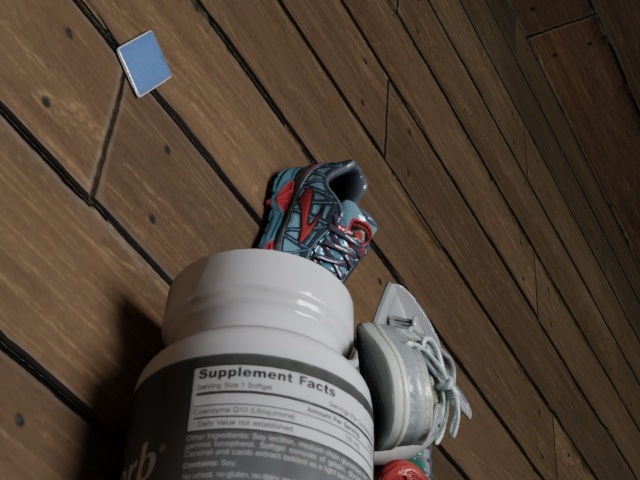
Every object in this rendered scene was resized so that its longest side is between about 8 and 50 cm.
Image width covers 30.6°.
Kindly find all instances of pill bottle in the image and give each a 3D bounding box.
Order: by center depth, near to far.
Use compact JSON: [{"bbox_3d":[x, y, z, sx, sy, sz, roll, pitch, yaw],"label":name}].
[{"bbox_3d":[-0.060,0.202,0.957,0.210,0.210,0.363,50,32,-43],"label":"pill bottle"}]

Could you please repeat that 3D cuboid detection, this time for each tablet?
[{"bbox_3d":[-0.180,-0.181,1.196,0.054,0.006,0.083,67,25,-15],"label":"tablet"}]

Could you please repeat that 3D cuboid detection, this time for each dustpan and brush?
[{"bbox_3d":[0.149,0.170,1.633,0.211,0.060,0.147,64,25,-21],"label":"dustpan and brush"}]

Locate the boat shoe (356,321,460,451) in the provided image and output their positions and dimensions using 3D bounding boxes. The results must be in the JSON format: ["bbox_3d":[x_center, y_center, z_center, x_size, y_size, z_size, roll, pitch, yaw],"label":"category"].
[{"bbox_3d":[0.090,0.136,1.127,0.320,0.103,0.118,67,18,-82],"label":"boat shoe"}]

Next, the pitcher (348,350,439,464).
[{"bbox_3d":[0.049,0.182,1.350,0.207,0.125,0.178,-19,77,-56],"label":"pitcher"}]

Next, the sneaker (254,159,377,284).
[{"bbox_3d":[0.000,0.000,1.328,0.104,0.125,0.262,51,32,-41],"label":"sneaker"}]

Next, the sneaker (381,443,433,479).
[{"bbox_3d":[0.108,0.268,1.487,0.098,0.083,0.224,77,16,-54],"label":"sneaker"}]

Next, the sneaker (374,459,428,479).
[{"bbox_3d":[0.058,0.306,1.260,0.128,0.087,0.221,-129,-141,-56],"label":"sneaker"}]
